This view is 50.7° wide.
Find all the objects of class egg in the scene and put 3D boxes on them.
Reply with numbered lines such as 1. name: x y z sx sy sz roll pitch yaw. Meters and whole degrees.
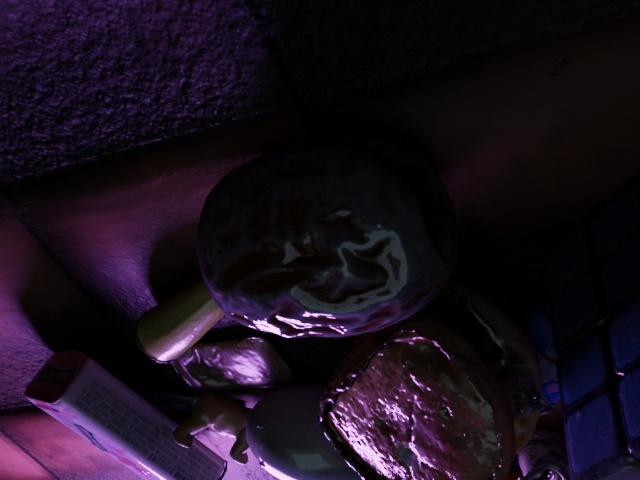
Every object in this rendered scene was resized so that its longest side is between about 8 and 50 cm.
1. egg: -0.010 0.330 1.141 0.236 0.169 0.169 5 133 4

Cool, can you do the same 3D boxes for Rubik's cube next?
1. Rubik's cube: 0.485 0.104 0.709 0.343 0.337 0.344 25 131 -11

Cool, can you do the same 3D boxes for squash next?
1. squash: -0.185 0.098 1.044 0.094 0.094 0.224 40 120 -23

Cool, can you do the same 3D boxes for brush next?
1. brush: -0.232 0.313 1.281 0.178 0.030 0.033 7 124 7

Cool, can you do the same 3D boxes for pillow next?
1. pillow: -0.158 0.217 1.170 0.211 0.034 0.135 -11 132 24

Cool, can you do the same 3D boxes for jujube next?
1. jujube: -0.003 0.004 0.810 0.308 0.215 0.246 -22 123 31

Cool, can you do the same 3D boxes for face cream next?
1. face cream: 0.295 0.194 1.009 0.149 0.083 0.264 30 133 4

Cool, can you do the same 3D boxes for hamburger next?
1. hamburger: 0.154 0.223 0.932 0.277 0.195 0.318 47 129 4

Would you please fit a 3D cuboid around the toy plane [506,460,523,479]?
1. toy plane: 0.239 0.396 1.188 0.326 0.223 0.104 -5 92 -13

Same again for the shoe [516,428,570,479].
1. shoe: 0.415 0.387 1.154 0.180 0.092 0.089 12 133 1

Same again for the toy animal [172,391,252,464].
1. toy animal: -0.147 0.333 1.233 0.218 0.103 0.101 20 102 -7

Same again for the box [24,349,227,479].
1. box: -0.354 0.354 1.266 0.190 0.112 0.370 -4 137 49
